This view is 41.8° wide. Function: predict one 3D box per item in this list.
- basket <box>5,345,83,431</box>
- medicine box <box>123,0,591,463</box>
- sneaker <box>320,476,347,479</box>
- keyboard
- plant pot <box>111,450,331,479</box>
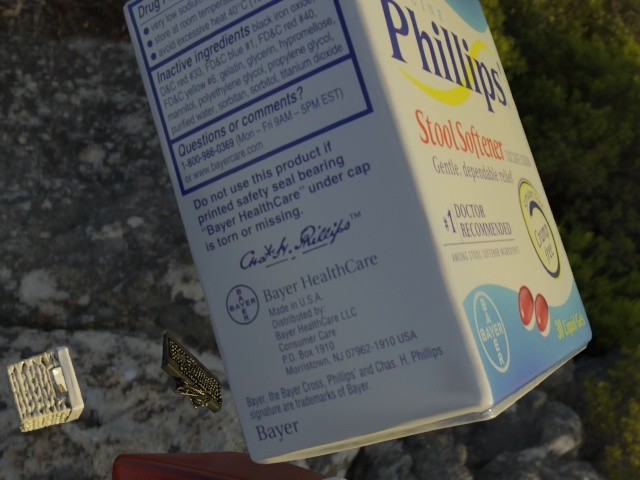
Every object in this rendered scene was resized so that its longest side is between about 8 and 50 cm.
[{"bbox_3d":[-0.475,0.260,1.436,0.103,0.167,0.113,-15,77,-23],"label":"basket"},{"bbox_3d":[0.042,-0.034,0.557,0.263,0.149,0.289,-3,75,-62],"label":"medicine box"},{"bbox_3d":[0.002,0.305,0.842,0.094,0.091,0.258,41,23,5],"label":"sneaker"},{"bbox_3d":[-0.209,0.237,1.445,0.038,0.192,0.100,-18,50,16],"label":"keyboard"},{"bbox_3d":[-0.097,0.413,1.096,0.267,0.236,0.267,21,64,-57],"label":"plant pot"}]
